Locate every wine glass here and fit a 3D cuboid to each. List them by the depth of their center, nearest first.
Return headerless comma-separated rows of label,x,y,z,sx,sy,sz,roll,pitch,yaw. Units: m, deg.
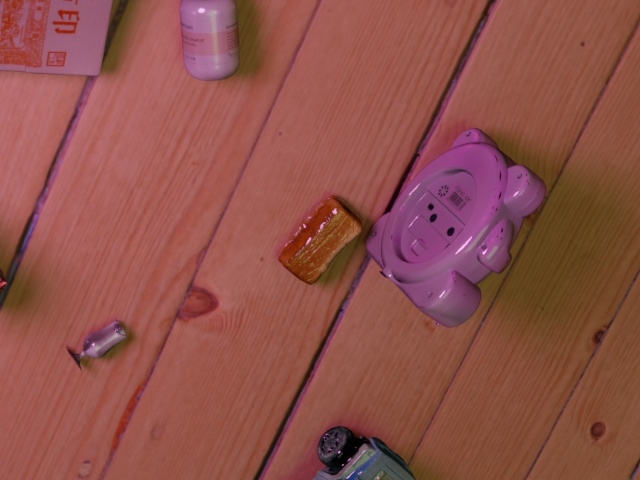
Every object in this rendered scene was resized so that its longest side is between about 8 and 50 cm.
wine glass,-0.311,0.142,1.788,0.083,0.042,0.039,-34,162,-9

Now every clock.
clock,0.190,-0.025,1.818,0.090,0.227,0.248,33,100,-36

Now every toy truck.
toy truck,0.018,0.432,2.012,0.279,0.156,0.155,-44,124,2

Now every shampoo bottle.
shampoo bottle,-0.142,-0.299,1.620,0.074,0.074,0.192,-13,120,-19

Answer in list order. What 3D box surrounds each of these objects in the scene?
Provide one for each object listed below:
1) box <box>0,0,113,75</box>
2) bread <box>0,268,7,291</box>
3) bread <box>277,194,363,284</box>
box,-0.420,-0.291,1.483,0.365,0.051,0.205,-1,130,-25
bread,-0.455,0.013,1.586,0.073,0.160,0.160,-34,124,-9
bread,0.000,0.000,1.850,0.074,0.053,0.132,37,96,-30
